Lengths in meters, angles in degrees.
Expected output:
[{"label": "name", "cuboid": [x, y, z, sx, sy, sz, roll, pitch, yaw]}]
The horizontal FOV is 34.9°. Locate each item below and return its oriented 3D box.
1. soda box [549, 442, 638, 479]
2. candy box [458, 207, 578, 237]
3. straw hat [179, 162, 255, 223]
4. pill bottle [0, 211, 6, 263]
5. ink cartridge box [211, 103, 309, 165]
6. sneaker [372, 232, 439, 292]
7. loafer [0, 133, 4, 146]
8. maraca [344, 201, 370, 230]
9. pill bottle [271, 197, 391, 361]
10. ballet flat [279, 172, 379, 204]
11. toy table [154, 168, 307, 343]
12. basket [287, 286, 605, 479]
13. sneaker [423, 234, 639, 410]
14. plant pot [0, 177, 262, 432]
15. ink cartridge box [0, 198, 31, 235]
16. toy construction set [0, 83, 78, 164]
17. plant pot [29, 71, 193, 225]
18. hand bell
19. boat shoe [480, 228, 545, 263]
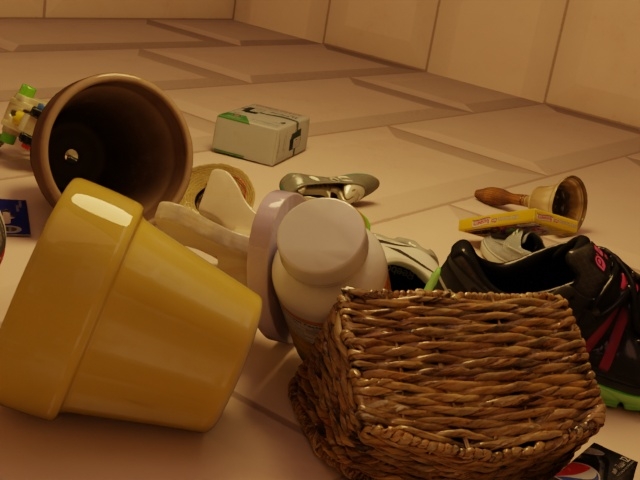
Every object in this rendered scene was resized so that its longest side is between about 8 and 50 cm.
[{"label": "soda box", "cuboid": [0.268, 0.269, 1.050, 0.053, 0.060, 0.169, 21, 22, 32]}, {"label": "candy box", "cuboid": [0.357, -0.027, 1.852, 0.105, 0.027, 0.206, 11, -10, -30]}, {"label": "straw hat", "cuboid": [-0.187, -0.064, 1.793, 0.145, 0.144, 0.061, 8, -22, -5]}, {"label": "pill bottle", "cuboid": [-0.485, 0.015, 1.250, 0.176, 0.176, 0.318, 6, 19, -11]}, {"label": "ink cartridge box", "cuboid": [-0.131, -0.244, 2.312, 0.153, 0.086, 0.208, 15, 19, 15]}, {"label": "sneaker", "cuboid": [0.028, 0.038, 1.513, 0.331, 0.122, 0.146, 7, 17, -6]}, {"label": "loafer", "cuboid": [-0.667, -0.179, 1.954, 0.125, 0.039, 0.045, -16, 64, -46]}, {"label": "maraca", "cuboid": [0.000, 0.000, 1.661, 0.127, 0.099, 0.186, 27, 50, 34]}, {"label": "pill bottle", "cuboid": [0.017, 0.058, 1.226, 0.136, 0.245, 0.136, -4, 57, 6]}, {"label": "ballet flat", "cuboid": [0.023, -0.092, 2.004, 0.213, 0.072, 0.068, 1, 48, -22]}, {"label": "toy table", "cuboid": [-0.105, 0.025, 1.333, 0.161, 0.274, 0.252, 9, 54, 16]}, {"label": "basket", "cuboid": [0.137, 0.198, 1.149, 0.299, 0.223, 0.213, 3, 53, -20]}, {"label": "sneaker", "cuboid": [0.379, 0.102, 1.371, 0.483, 0.202, 0.185, 8, 19, -5]}, {"label": "plant pot", "cuboid": [-0.203, 0.092, 1.099, 0.239, 0.254, 0.254, 23, 17, -10]}, {"label": "ink cartridge box", "cuboid": [-0.648, -0.069, 1.599, 0.371, 0.069, 0.176, 5, 19, -20]}, {"label": "toy construction set", "cuboid": [-0.474, -0.207, 1.973, 0.328, 0.151, 0.215, 11, 5, 8]}, {"label": "plant pot", "cuboid": [-0.378, -0.144, 1.712, 0.263, 0.263, 0.229, -3, 5, -33]}, {"label": "hand bell", "cuboid": [0.422, -0.084, 2.138, 0.126, 0.126, 0.242, -9, 13, -42]}, {"label": "boat shoe", "cuboid": [0.368, 0.022, 1.787, 0.079, 0.081, 0.227, -1, 22, -29]}]
